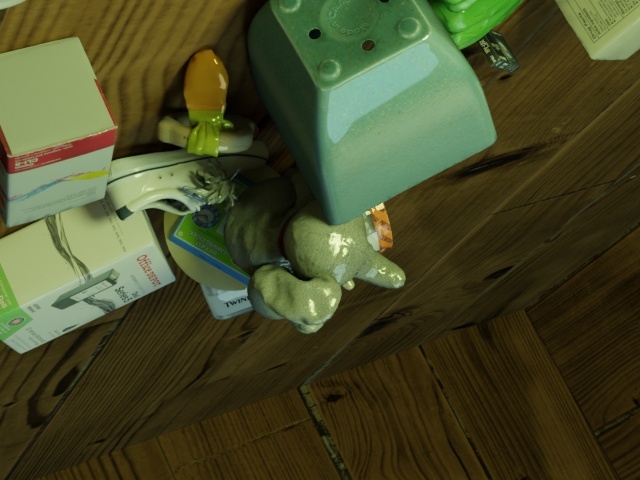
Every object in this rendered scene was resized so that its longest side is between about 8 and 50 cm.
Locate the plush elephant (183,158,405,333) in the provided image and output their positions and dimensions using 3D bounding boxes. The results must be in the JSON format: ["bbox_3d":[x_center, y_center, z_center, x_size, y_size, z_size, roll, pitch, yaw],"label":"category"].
[{"bbox_3d":[0.000,0.000,1.625,0.330,0.255,0.272,27,89,-44],"label":"plush elephant"}]

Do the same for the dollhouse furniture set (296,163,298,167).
[{"bbox_3d":[0.034,-0.155,1.938,0.151,0.059,0.076,0,162,-18],"label":"dollhouse furniture set"}]

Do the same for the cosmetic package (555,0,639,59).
[{"bbox_3d":[0.480,-0.408,1.640,0.113,0.160,0.309,-9,156,-47],"label":"cosmetic package"}]

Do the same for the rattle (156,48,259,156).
[{"bbox_3d":[-0.135,-0.191,1.568,0.130,0.143,0.199,0,-166,28],"label":"rattle"}]

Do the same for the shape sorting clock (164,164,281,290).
[{"bbox_3d":[-0.134,-0.026,1.774,0.206,0.206,0.040,-25,-176,-8],"label":"shape sorting clock"}]

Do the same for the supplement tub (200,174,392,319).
[{"bbox_3d":[-0.055,-0.007,1.897,0.315,0.194,0.193,-19,162,-5],"label":"supplement tub"}]

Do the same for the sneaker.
[{"bbox_3d":[-0.187,-0.083,1.668,0.258,0.091,0.094,-14,176,-28],"label":"sneaker"}]

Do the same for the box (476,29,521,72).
[{"bbox_3d":[0.271,-0.295,1.809,0.018,0.067,0.083,-36,160,27],"label":"box"}]

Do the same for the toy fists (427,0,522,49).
[{"bbox_3d":[0.196,-0.341,1.498,0.142,0.096,0.279,-44,167,-5],"label":"toy fists"}]

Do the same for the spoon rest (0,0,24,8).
[{"bbox_3d":[-0.277,-0.283,1.032,0.137,0.084,0.276,-15,173,-32],"label":"spoon rest"}]

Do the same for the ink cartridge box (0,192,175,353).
[{"bbox_3d":[-0.372,0.044,1.746,0.272,0.115,0.198,-26,163,-5],"label":"ink cartridge box"}]

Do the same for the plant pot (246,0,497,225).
[{"bbox_3d":[0.051,-0.212,1.434,0.247,0.247,0.252,-28,159,-1],"label":"plant pot"}]

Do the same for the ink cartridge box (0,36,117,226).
[{"bbox_3d":[-0.317,-0.119,1.327,0.127,0.128,0.176,-20,161,-23],"label":"ink cartridge box"}]
